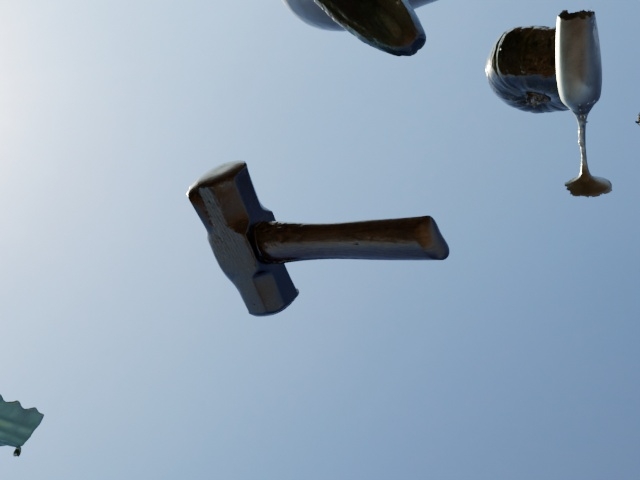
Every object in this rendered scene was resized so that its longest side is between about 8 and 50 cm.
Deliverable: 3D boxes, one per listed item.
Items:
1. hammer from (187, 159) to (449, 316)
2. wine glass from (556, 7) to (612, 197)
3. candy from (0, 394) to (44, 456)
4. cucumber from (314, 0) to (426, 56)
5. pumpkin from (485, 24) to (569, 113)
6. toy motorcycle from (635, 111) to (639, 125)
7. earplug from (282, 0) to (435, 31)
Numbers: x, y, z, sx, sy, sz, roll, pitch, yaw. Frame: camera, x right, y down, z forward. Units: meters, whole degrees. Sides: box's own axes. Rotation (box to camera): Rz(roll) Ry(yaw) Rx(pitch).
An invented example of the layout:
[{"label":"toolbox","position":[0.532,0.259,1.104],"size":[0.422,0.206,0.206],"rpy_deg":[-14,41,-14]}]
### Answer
[{"label":"hammer","position":[0.000,0.000,1.640],"size":[0.409,0.242,0.095],"rpy_deg":[-1,-150,40]},{"label":"wine glass","position":[0.359,-0.193,1.540],"size":[0.074,0.262,0.074],"rpy_deg":[-8,-157,3]},{"label":"candy","position":[-0.573,0.149,1.568],"size":[0.172,0.263,0.398],"rpy_deg":[-54,-140,7]},{"label":"cucumber","position":[0.072,-0.358,1.647],"size":[0.115,0.063,0.244],"rpy_deg":[-27,-125,-24]},{"label":"pumpkin","position":[0.429,-0.333,2.168],"size":[0.223,0.223,0.157],"rpy_deg":[6,-102,40]},{"label":"toy motorcycle","position":[0.570,-0.216,1.816],"size":[0.074,0.106,0.190],"rpy_deg":[10,-139,-13]},{"label":"earplug","position":[0.093,-0.592,2.240],"size":[0.394,0.313,0.313],"rpy_deg":[-18,-138,21]}]
